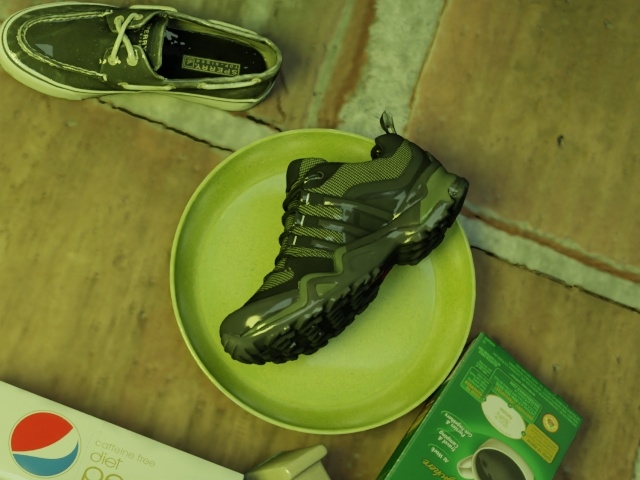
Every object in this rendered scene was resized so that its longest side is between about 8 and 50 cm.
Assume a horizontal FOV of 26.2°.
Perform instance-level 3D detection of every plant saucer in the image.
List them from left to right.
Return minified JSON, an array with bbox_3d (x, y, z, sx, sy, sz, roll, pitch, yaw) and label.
[{"bbox_3d":[0.001,0.032,1.073,0.240,0.037,0.241,3,75,-12],"label":"plant saucer"}]

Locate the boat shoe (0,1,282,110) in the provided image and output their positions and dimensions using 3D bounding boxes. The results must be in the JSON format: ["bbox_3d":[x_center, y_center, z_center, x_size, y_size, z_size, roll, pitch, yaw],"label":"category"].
[{"bbox_3d":[-0.138,-0.150,1.063,0.219,0.070,0.078,4,77,-13],"label":"boat shoe"}]

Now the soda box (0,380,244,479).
[{"bbox_3d":[-0.170,0.169,0.975,0.216,0.074,0.069,22,55,-7],"label":"soda box"}]

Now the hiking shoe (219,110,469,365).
[{"bbox_3d":[0.000,0.000,1.030,0.227,0.086,0.114,-37,70,-22],"label":"hiking shoe"}]

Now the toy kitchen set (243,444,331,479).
[{"bbox_3d":[-0.061,0.270,0.990,0.207,0.122,0.166,-27,86,-38],"label":"toy kitchen set"}]

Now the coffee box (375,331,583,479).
[{"bbox_3d":[0.117,0.168,1.045,0.113,0.040,0.184,40,50,-3],"label":"coffee box"}]
